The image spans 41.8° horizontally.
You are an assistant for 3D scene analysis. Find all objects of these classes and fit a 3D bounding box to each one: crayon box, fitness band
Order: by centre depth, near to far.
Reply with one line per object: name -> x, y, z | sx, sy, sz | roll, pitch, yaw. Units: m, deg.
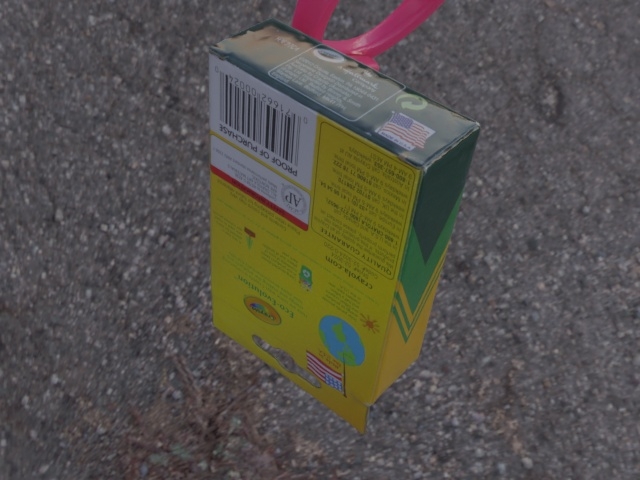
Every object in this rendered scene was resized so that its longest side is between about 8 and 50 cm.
crayon box -> 0.000, 0.000, 0.709 | 0.202, 0.318, 0.081 | 33, 49, 24
fitness band -> 0.064, -0.268, 0.911 | 0.054, 0.209, 0.291 | 44, 27, 14
